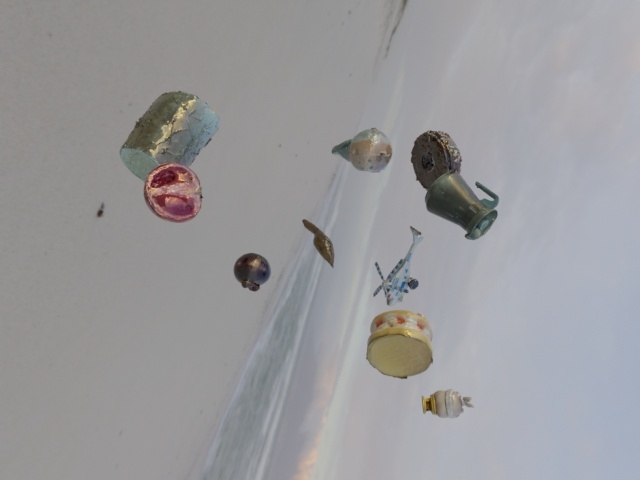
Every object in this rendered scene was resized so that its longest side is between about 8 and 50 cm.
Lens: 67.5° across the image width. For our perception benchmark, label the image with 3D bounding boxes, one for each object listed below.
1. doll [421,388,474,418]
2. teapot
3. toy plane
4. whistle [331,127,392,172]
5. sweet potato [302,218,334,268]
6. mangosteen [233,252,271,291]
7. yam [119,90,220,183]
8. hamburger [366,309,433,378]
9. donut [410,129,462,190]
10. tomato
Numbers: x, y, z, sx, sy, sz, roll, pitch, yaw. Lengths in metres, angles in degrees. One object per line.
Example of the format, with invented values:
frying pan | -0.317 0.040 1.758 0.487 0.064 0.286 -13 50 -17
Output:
doll | 0.327 0.417 1.232 0.084 0.127 0.073 18 66 -77
teapot | 0.510 -0.129 1.700 0.203 0.225 0.171 -37 149 -11
toy plane | 0.264 0.087 1.545 0.182 0.107 0.273 19 -84 58
whistle | 0.165 -0.377 1.971 0.348 0.189 0.189 21 -82 54
sweet potato | 0.000 -0.003 2.053 0.269 0.075 0.074 57 -25 27
mangosteen | -0.269 0.127 1.880 0.152 0.153 0.152 15 90 -89
yam | -0.533 -0.358 1.701 0.241 0.241 0.348 103 8 -55
hamburger | 0.327 0.407 1.905 0.302 0.261 0.186 58 31 -26
donut | 0.479 -0.328 1.983 0.270 0.103 0.269 43 -40 51
tomato | -0.452 -0.133 1.448 0.099 0.173 0.189 -34 -120 50
